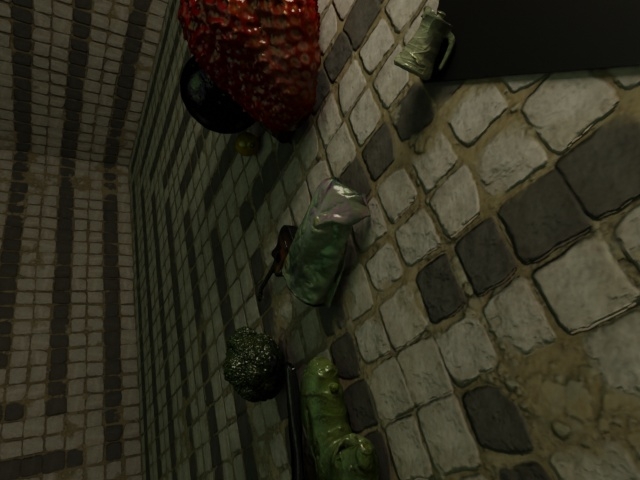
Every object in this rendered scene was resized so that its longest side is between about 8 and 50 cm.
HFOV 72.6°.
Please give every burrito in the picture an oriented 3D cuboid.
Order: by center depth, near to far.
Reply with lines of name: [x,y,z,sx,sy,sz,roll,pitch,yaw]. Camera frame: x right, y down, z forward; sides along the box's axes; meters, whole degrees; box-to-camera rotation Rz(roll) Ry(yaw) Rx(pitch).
burrito: [0.000,0.000,0.768,0.144,0.089,0.228,49,129,45]

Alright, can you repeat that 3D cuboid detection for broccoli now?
broccoli: [-0.137,0.265,0.911,0.138,0.162,0.145,-25,38,40]

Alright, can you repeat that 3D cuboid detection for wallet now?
wallet: [-0.050,0.376,0.819,0.146,0.030,0.285,130,136,-74]

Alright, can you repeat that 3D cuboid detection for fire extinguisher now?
fire extinguisher: [-0.108,-0.263,1.002,0.039,0.056,0.132,-50,43,5]

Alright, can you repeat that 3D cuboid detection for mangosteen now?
mangosteen: [-0.233,-0.381,1.095,0.250,0.211,0.211,-85,15,-63]

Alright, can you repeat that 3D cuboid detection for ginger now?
ginger: [0.033,0.324,0.684,0.290,0.089,0.137,-116,24,-46]

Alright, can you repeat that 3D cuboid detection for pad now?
pad: [0.239,-0.287,0.488,0.300,0.005,0.202,25,108,57]

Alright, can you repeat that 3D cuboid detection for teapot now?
teapot: [0.145,-0.264,0.586,0.067,0.057,0.083,32,116,14]

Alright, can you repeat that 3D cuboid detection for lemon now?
lemon: [-0.188,-0.247,1.119,0.083,0.062,0.062,26,109,58]

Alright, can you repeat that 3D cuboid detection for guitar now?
guitar: [-0.099,0.064,0.975,0.233,0.025,0.088,-59,41,38]

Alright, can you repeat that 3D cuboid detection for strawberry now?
strawberry: [-0.115,-0.383,0.846,0.312,0.267,0.351,-18,92,67]
